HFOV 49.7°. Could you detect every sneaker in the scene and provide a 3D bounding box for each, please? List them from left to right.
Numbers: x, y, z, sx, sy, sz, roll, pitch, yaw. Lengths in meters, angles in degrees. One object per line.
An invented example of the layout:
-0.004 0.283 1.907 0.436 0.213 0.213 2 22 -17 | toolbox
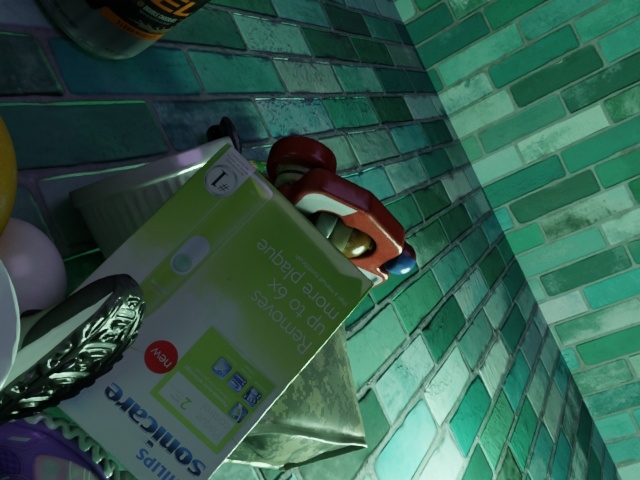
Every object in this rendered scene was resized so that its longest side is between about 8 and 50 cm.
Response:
-0.260 0.095 0.536 0.108 0.271 0.100 61 7 17 | sneaker
-0.238 0.246 0.639 0.236 0.095 0.105 50 38 -29 | sneaker

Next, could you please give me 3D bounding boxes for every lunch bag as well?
-0.083 0.163 0.897 0.287 0.168 0.235 33 40 -53 | lunch bag

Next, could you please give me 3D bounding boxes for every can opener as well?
-0.148 -0.109 1.145 0.073 0.059 0.186 63 14 -86 | can opener

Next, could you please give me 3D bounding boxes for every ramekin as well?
-0.190 -0.044 0.854 0.207 0.207 0.109 -39 112 -63 | ramekin

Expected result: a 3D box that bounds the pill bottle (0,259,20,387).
-0.320 0.086 0.406 0.160 0.283 0.160 42 34 -37 | pill bottle

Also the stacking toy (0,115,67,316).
-0.353 -0.069 0.530 0.480 0.350 0.351 57 23 -48 | stacking toy

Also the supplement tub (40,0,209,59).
-0.220 -0.419 0.960 0.207 0.337 0.207 41 35 -37 | supplement tub

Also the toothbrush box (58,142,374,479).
-0.121 0.081 0.689 0.206 0.122 0.283 45 74 -5 | toothbrush box

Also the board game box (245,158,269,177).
-0.067 -0.041 1.244 0.160 0.039 0.212 -8 75 -63 | board game box

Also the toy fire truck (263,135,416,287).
0.000 0.000 1.023 0.253 0.302 0.170 23 59 -21 | toy fire truck
